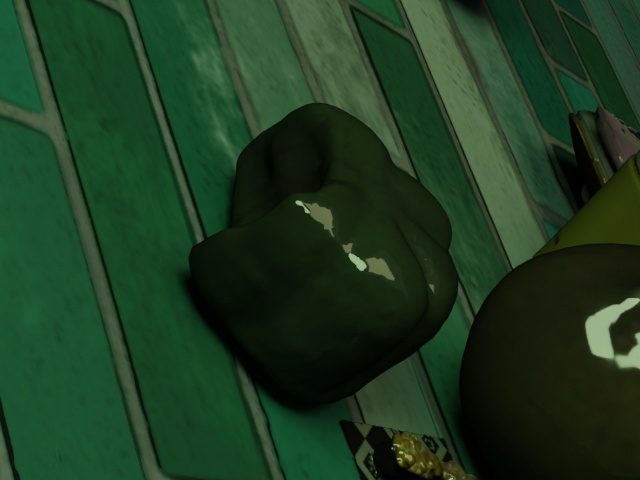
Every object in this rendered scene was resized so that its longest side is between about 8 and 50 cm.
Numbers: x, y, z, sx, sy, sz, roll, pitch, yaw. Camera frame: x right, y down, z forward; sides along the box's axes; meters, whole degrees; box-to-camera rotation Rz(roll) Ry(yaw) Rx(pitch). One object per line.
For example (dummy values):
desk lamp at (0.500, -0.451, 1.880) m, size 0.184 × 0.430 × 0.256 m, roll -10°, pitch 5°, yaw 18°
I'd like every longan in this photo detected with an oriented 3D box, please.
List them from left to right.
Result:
longan at (0.191, 0.097, 1.075) m, size 0.220 × 0.197 × 0.197 m, roll 9°, pitch 42°, yaw -13°

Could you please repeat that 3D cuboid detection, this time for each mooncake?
mooncake at (0.000, 0.000, 0.961) m, size 0.168 × 0.104 × 0.175 m, roll 23°, pitch 37°, yaw -41°

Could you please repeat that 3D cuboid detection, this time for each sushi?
sushi at (0.074, 0.158, 0.986) m, size 0.120 × 0.026 × 0.126 m, roll 19°, pitch 44°, yaw -54°

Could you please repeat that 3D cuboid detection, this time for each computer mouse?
computer mouse at (0.301, -0.017, 1.548) m, size 0.310 × 0.071 × 0.158 m, roll 27°, pitch 39°, yaw -53°

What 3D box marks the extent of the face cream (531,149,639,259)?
face cream at (0.294, 0.032, 1.306) m, size 0.218 × 0.179 × 0.218 m, roll 37°, pitch 22°, yaw -17°
